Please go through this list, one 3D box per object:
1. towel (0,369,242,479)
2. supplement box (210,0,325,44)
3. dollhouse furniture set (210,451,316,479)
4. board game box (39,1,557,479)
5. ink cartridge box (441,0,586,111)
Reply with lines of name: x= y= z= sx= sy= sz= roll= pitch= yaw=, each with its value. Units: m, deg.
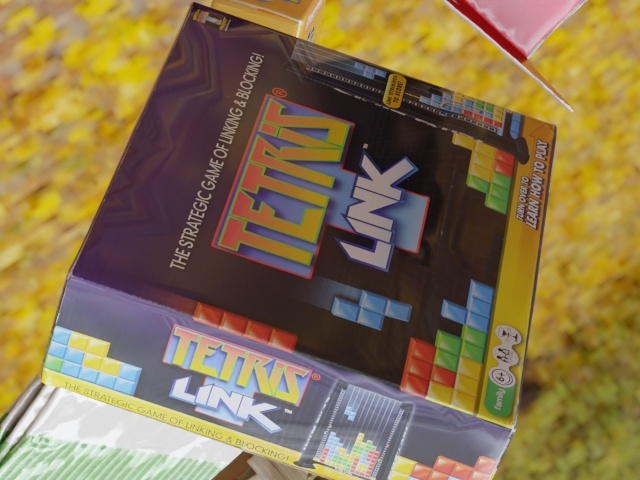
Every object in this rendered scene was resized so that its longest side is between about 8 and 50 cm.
towel: x=-0.113 y=0.112 z=1.416 sx=0.248 sy=0.038 sz=0.325 roll=16 pitch=115 yaw=-46
supplement box: x=-0.053 y=-0.111 z=1.574 sx=0.078 sy=0.080 sz=0.233 roll=-64 pitch=167 yaw=-47
dollhouse furniture set: x=-0.031 y=0.185 z=1.164 sx=0.161 sy=0.101 sz=0.182 roll=-41 pitch=180 yaw=-29
board game box: x=0.000 y=0.000 z=0.650 sx=0.170 sy=0.141 sz=0.048 roll=-75 pitch=-175 yaw=-53
ink cartridge box: x=0.063 y=-0.257 z=1.224 sx=0.130 sy=0.272 sz=0.309 roll=-44 pitch=137 yaw=12
